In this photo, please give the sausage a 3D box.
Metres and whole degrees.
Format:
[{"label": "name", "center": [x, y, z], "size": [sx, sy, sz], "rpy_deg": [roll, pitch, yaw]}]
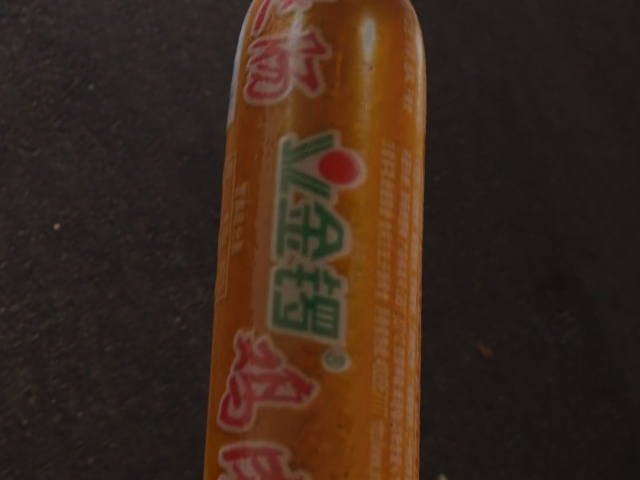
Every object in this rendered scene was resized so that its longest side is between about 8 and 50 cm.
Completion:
[{"label": "sausage", "center": [0.000, 0.000, 0.460], "size": [0.071, 0.071, 0.234], "rpy_deg": [18, 66, -40]}]
